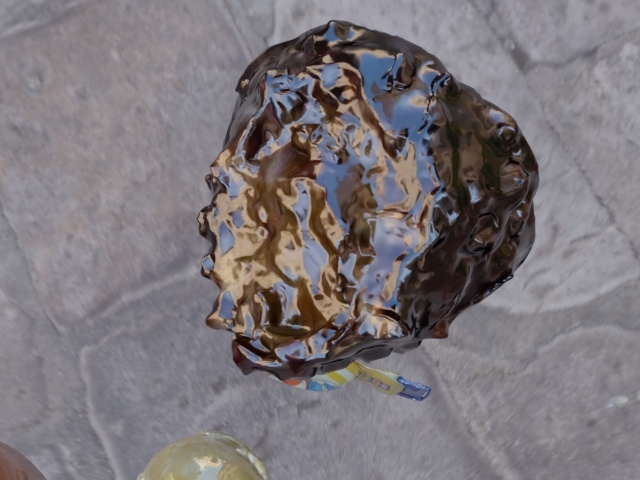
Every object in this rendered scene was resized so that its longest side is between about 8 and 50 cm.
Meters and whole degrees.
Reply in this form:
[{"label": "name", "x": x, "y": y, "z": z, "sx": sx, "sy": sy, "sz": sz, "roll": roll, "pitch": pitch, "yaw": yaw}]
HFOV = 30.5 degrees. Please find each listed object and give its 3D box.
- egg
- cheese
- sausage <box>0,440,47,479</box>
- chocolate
[{"label": "egg", "x": -0.137, "y": 0.304, "z": 1.375, "sx": 0.164, "sy": 0.201, "sz": 0.164, "roll": 6, "pitch": 70, "yaw": -16}, {"label": "cheese", "x": 0.014, "y": 0.163, "z": 1.553, "sx": 0.270, "sy": 0.177, "sz": 0.069, "roll": 16, "pitch": 72, "yaw": 0}, {"label": "sausage", "x": -0.219, "y": 0.168, "z": 0.753, "sx": 0.089, "sy": 0.300, "sz": 0.083, "roll": -6, "pitch": 77, "yaw": -9}, {"label": "chocolate", "x": 0.000, "y": 0.000, "z": 0.706, "sx": 0.206, "sy": 0.224, "sz": 0.177, "roll": 58, "pitch": 43, "yaw": -22}]
